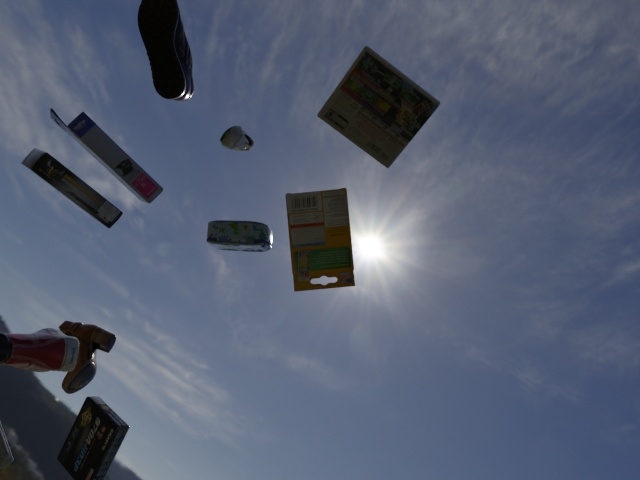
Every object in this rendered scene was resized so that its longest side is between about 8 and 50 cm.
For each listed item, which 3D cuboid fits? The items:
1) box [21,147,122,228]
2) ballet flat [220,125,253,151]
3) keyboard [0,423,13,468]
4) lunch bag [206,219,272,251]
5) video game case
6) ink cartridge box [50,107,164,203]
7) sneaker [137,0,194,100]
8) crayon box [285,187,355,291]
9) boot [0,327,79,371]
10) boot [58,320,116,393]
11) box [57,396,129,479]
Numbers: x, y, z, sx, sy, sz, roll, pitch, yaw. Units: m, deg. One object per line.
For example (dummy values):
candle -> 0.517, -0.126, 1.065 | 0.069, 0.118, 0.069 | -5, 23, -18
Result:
box -> -0.629, -0.133, 1.399 | 0.231, 0.056, 0.183 | 46, -15, -33
ballet flat -> -0.179, -0.225, 1.238 | 0.052, 0.057, 0.168 | 37, 12, -4
keyboard -> -0.707, 0.371, 1.142 | 0.256, 0.072, 0.014 | 47, -15, 32
lunch bag -> -0.281, -0.013, 1.952 | 0.219, 0.090, 0.176 | 2, -10, 2
video game case -> 0.125, -0.286, 1.205 | 0.201, 0.023, 0.183 | 36, -64, -6
ink cartridge box -> -0.542, -0.222, 1.403 | 0.311, 0.065, 0.186 | 44, -12, -22
sneaker -> -0.389, -0.502, 1.426 | 0.107, 0.124, 0.283 | -3, -82, 9
crayon box -> 0.000, 0.000, 1.826 | 0.203, 0.322, 0.083 | -5, -6, 1
boot -> -0.585, 0.203, 1.043 | 0.176, 0.088, 0.244 | 14, -16, -39
boot -> -0.644, 0.296, 1.425 | 0.152, 0.197, 0.073 | 15, -50, 10
box -> -0.693, 0.615, 1.680 | 0.175, 0.220, 0.051 | 27, 1, 32
